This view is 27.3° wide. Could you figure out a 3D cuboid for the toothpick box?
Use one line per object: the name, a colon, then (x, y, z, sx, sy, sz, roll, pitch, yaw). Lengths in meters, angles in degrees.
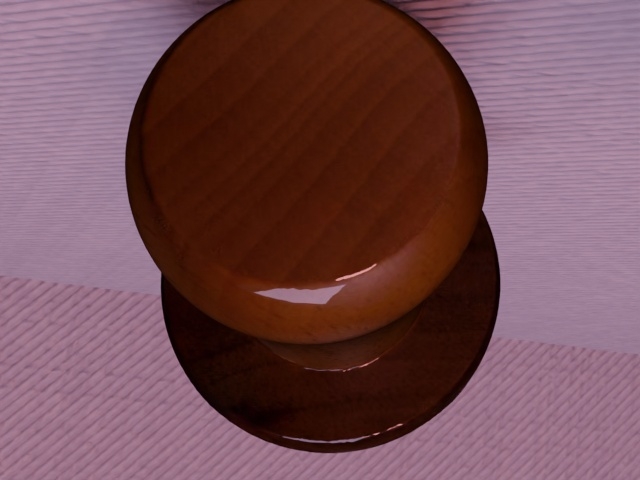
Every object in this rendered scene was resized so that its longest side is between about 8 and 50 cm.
toothpick box: (0.000, 0.000, 0.660, 0.192, 0.192, 0.294, 4, 164, 5)
